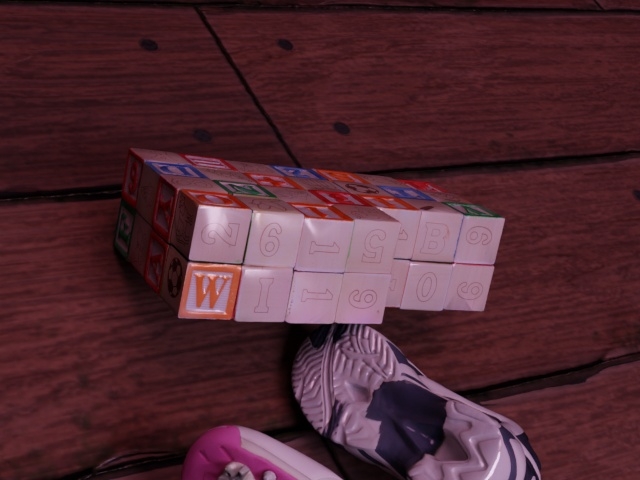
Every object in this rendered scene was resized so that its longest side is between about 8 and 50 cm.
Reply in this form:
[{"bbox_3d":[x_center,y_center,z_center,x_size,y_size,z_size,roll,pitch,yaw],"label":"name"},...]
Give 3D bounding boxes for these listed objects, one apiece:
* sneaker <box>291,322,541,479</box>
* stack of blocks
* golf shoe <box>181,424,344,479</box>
[{"bbox_3d":[0.086,0.155,0.989,0.235,0.094,0.153,21,-16,45],"label":"sneaker"},{"bbox_3d":[0.000,0.000,1.037,0.297,0.087,0.171,4,16,-28],"label":"stack of blocks"},{"bbox_3d":[0.040,0.227,0.874,0.306,0.115,0.140,40,29,3],"label":"golf shoe"}]
